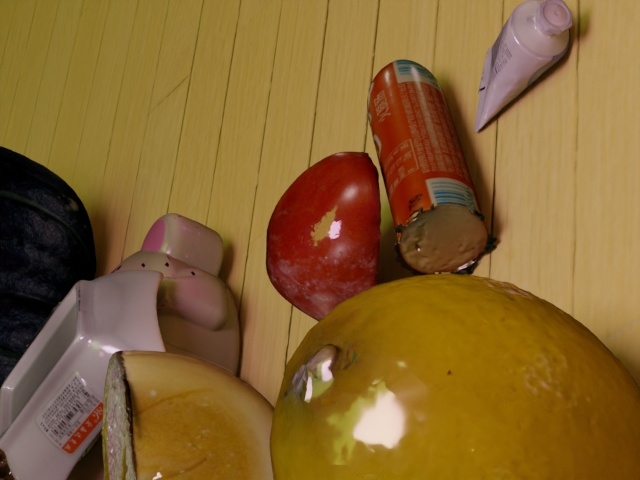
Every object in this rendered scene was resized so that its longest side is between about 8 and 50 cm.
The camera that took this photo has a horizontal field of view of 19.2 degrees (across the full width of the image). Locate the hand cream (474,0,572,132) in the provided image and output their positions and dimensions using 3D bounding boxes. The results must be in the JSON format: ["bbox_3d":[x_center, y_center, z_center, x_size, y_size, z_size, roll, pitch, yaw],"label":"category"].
[{"bbox_3d":[0.161,-0.151,1.526,0.142,0.053,0.084,129,157,-61],"label":"hand cream"}]

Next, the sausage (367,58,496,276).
[{"bbox_3d":[0.084,-0.073,1.567,0.083,0.083,0.264,-52,26,26],"label":"sausage"}]

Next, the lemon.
[{"bbox_3d":[0.076,0.134,1.218,0.240,0.219,0.240,-44,29,32],"label":"lemon"}]

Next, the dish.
[{"bbox_3d":[-0.226,0.125,1.716,0.212,0.077,0.151,-51,25,25],"label":"dish"}]

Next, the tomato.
[{"bbox_3d":[0.000,0.000,1.565,0.159,0.091,0.139,103,166,-51],"label":"tomato"}]

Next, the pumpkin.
[{"bbox_3d":[-0.419,0.061,2.198,0.363,0.266,0.363,-44,36,44],"label":"pumpkin"}]

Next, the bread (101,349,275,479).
[{"bbox_3d":[-0.091,0.211,1.555,0.158,0.156,0.261,106,158,-46],"label":"bread"}]

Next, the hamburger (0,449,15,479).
[{"bbox_3d":[-0.386,0.265,2.057,0.131,0.185,0.159,-98,25,-45],"label":"hamburger"}]

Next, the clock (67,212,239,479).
[{"bbox_3d":[-0.182,0.141,1.842,0.284,0.114,0.309,-49,28,33],"label":"clock"}]
